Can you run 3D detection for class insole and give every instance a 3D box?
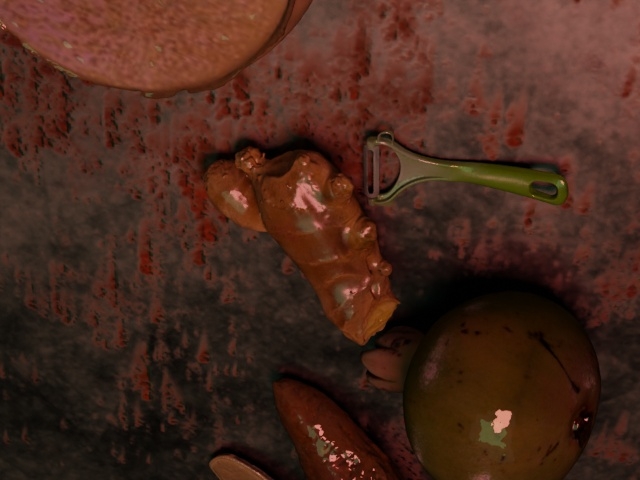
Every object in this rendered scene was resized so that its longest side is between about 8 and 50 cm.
[{"bbox_3d":[-0.023,0.305,1.332,0.248,0.011,0.081,42,140,-14],"label":"insole"}]

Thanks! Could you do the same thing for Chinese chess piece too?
[{"bbox_3d":[-0.123,-0.232,0.871,0.270,0.112,0.270,7,130,8],"label":"Chinese chess piece"}]

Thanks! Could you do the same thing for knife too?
[{"bbox_3d":[0.117,-0.053,1.022,0.166,0.022,0.078,5,136,10],"label":"knife"}]

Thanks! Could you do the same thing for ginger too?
[{"bbox_3d":[0.004,-0.010,1.048,0.205,0.081,0.115,42,112,-14],"label":"ginger"}]

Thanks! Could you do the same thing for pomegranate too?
[{"bbox_3d":[0.131,0.135,1.076,0.211,0.179,0.179,-11,126,21],"label":"pomegranate"}]

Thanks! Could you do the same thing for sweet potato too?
[{"bbox_3d":[0.053,0.272,1.250,0.092,0.114,0.341,-37,120,-6],"label":"sweet potato"}]
